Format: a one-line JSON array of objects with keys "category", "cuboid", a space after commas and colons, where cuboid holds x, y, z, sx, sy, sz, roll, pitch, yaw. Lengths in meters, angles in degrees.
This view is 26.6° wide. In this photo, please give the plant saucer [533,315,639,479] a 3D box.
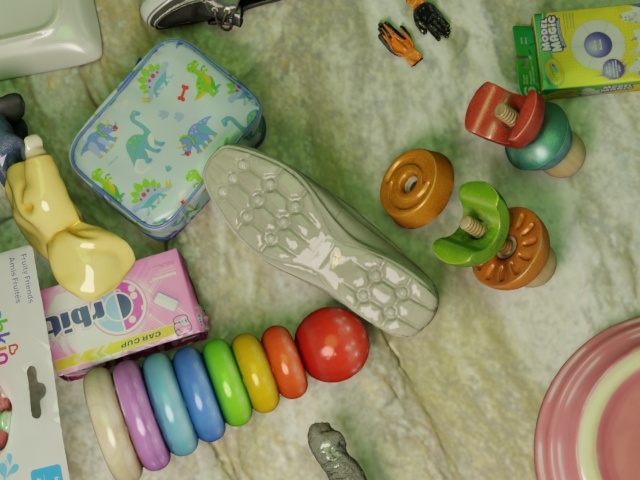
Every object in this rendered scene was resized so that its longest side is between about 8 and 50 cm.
[{"category": "plant saucer", "cuboid": [0.411, 0.241, 1.536, 0.332, 0.084, 0.332, -1, 77, 4]}]

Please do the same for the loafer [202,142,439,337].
[{"category": "loafer", "cuboid": [0.000, 0.000, 1.591, 0.319, 0.111, 0.112, 39, 97, 1]}]

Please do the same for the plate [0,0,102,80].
[{"category": "plate", "cuboid": [-0.437, -0.338, 1.743, 0.278, 0.045, 0.277, -12, 78, 2]}]

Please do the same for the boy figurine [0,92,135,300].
[{"category": "boy figurine", "cuboid": [-0.322, -0.051, 1.598, 0.092, 0.177, 0.285, -29, 60, -24]}]

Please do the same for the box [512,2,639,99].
[{"category": "box", "cuboid": [0.330, -0.233, 1.668, 0.179, 0.043, 0.105, -6, 77, 4]}]

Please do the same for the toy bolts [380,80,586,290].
[{"category": "toy bolts", "cuboid": [0.212, -0.066, 1.619, 0.218, 0.158, 0.228, 28, 91, 50]}]

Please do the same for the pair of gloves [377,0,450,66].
[{"category": "pair of gloves", "cuboid": [0.118, -0.265, 1.705, 0.083, 0.010, 0.074, -40, 77, -8]}]

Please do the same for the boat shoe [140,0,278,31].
[{"category": "boat shoe", "cuboid": [-0.110, -0.304, 1.700, 0.229, 0.080, 0.076, -21, 75, -9]}]

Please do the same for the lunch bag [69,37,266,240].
[{"category": "lunch bag", "cuboid": [-0.187, -0.127, 1.655, 0.176, 0.090, 0.219, 38, 82, 10]}]

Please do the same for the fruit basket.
[{"category": "fruit basket", "cuboid": [-0.464, 0.200, 1.541, 0.353, 0.165, 0.327, -16, 76, 20]}]

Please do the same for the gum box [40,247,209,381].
[{"category": "gum box", "cuboid": [-0.232, 0.089, 1.623, 0.188, 0.062, 0.107, -18, 77, 0]}]

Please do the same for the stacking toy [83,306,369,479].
[{"category": "stacking toy", "cuboid": [-0.099, 0.167, 1.571, 0.330, 0.141, 0.141, -18, 77, -6]}]

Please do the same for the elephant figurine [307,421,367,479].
[{"category": "elephant figurine", "cuboid": [0.038, 0.358, 1.509, 0.239, 0.169, 0.186, 30, 48, 13]}]
